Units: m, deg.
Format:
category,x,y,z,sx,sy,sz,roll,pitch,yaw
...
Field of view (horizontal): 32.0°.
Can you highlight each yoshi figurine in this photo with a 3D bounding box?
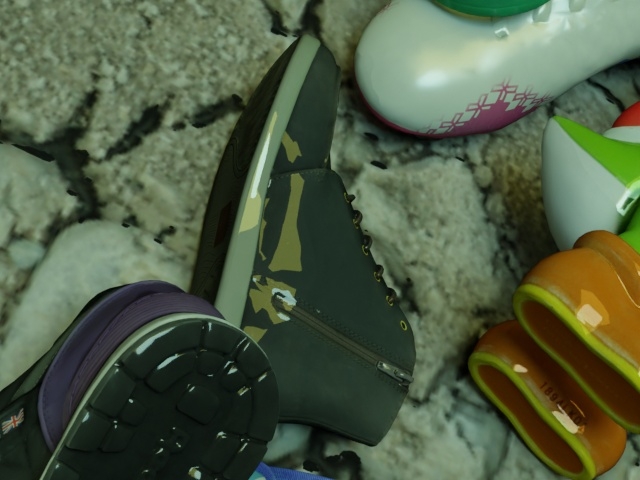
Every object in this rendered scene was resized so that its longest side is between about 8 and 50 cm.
category,x,y,z,sx,sy,sz,roll,pitch,yaw
yoshi figurine,0.267,-0.005,0.643,0.362,0.204,0.203,-41,126,-23

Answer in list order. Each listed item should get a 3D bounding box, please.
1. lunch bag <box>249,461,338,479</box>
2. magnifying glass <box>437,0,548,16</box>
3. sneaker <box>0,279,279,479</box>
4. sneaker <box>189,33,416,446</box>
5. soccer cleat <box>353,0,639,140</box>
category,x,y,z,sx,sy,sz,roll,pitch,yaw
lunch bag,-0.029,0.174,0.524,0.151,0.096,0.128,14,65,2
magnifying glass,0.058,-0.209,0.698,0.092,0.026,0.231,-44,58,-15
sneaker,-0.139,0.140,0.502,0.283,0.124,0.107,-48,119,-8
sneaker,0.000,0.000,0.621,0.118,0.083,0.222,20,69,-18
soccer cleat,0.173,-0.164,0.710,0.331,0.143,0.116,-21,76,-26
